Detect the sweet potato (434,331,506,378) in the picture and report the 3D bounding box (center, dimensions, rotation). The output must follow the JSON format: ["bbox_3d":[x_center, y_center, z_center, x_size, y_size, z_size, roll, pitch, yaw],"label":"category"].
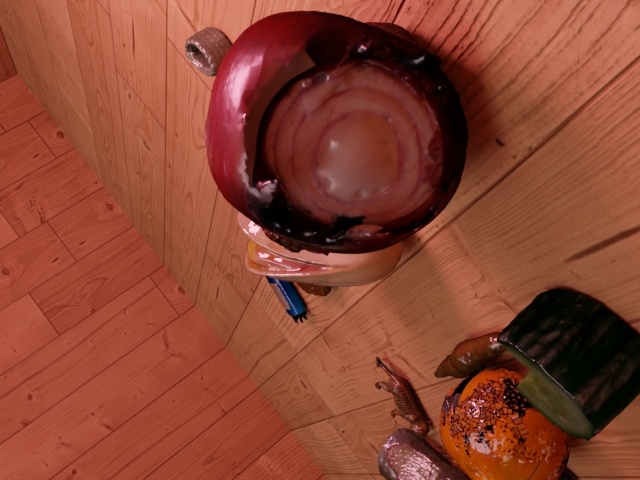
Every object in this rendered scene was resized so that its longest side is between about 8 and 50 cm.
[{"bbox_3d":[0.273,0.208,1.247,0.067,0.067,0.274,51,154,8],"label":"sweet potato"}]

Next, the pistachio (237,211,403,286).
[{"bbox_3d":[0.000,0.000,1.251,0.299,0.187,0.187,0,138,11],"label":"pistachio"}]

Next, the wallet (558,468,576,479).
[{"bbox_3d":[0.374,0.443,1.396,0.262,0.071,0.221,33,151,29],"label":"wallet"}]

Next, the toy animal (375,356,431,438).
[{"bbox_3d":[0.197,0.380,1.691,0.099,0.057,0.241,7,128,54],"label":"toy animal"}]

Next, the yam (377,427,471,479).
[{"bbox_3d":[0.271,0.603,1.752,0.254,0.154,0.154,31,150,37],"label":"yam"}]

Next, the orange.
[{"bbox_3d":[0.316,0.334,1.204,0.234,0.182,0.234,30,146,23],"label":"orange"}]

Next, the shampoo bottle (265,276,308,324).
[{"bbox_3d":[-0.095,0.151,1.945,0.183,0.050,0.087,60,155,-15],"label":"shampoo bottle"}]

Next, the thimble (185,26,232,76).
[{"bbox_3d":[-0.222,-0.376,1.384,0.110,0.062,0.084,29,149,48],"label":"thimble"}]

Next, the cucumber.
[{"bbox_3d":[0.352,0.178,0.961,0.191,0.130,0.191,50,166,18],"label":"cucumber"}]

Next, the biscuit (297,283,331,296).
[{"bbox_3d":[-0.046,0.045,1.693,0.208,0.041,0.290,57,160,-6],"label":"biscuit"}]

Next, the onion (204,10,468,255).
[{"bbox_3d":[0.014,-0.133,0.912,0.341,0.341,0.341,44,157,24],"label":"onion"}]
